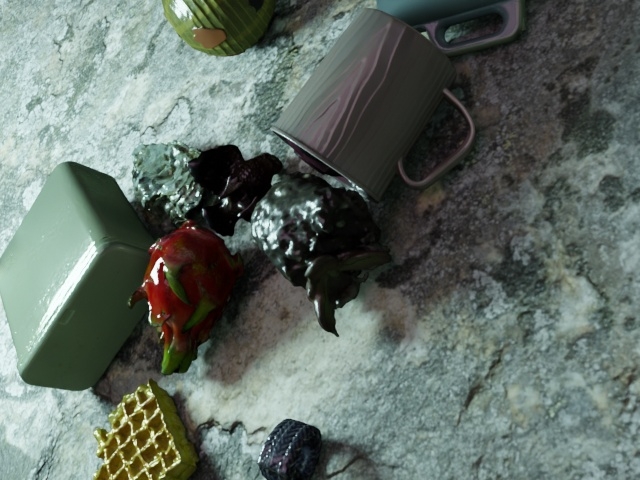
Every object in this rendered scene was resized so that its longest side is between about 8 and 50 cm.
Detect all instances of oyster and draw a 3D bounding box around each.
[{"bbox_3d":[-0.314,-0.119,1.662,0.268,0.112,0.198,2,70,41],"label":"oyster"}]

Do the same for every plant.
[{"bbox_3d":[0.000,0.000,1.326,0.204,0.178,0.234,-50,43,6],"label":"plant"}]

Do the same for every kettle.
[{"bbox_3d":[0.232,-0.425,1.386,0.243,0.160,0.210,0,88,30],"label":"kettle"}]

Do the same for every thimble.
[{"bbox_3d":[-0.044,0.339,1.261,0.066,0.095,0.104,12,41,30],"label":"thimble"}]

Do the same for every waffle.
[{"bbox_3d":[-0.345,0.393,1.479,0.219,0.057,0.229,-46,49,11],"label":"waffle"}]

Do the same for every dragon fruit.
[{"bbox_3d":[-0.252,0.100,1.489,0.200,0.198,0.269,-106,28,-71],"label":"dragon fruit"}]

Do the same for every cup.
[{"bbox_3d":[0.095,-0.211,1.335,0.288,0.208,0.273,35,90,43],"label":"cup"}]

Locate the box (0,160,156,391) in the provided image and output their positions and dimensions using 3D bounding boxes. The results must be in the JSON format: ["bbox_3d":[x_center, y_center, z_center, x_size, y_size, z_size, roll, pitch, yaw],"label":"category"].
[{"bbox_3d":[-0.507,0.067,1.659,0.352,0.177,0.344,-54,45,15],"label":"box"}]

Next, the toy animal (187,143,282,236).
[{"bbox_3d":[-0.142,-0.098,1.512,0.116,0.218,0.179,-53,1,35],"label":"toy animal"}]

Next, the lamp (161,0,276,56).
[{"bbox_3d":[-0.194,-0.527,1.686,0.284,0.250,0.250,-41,50,4],"label":"lamp"}]
